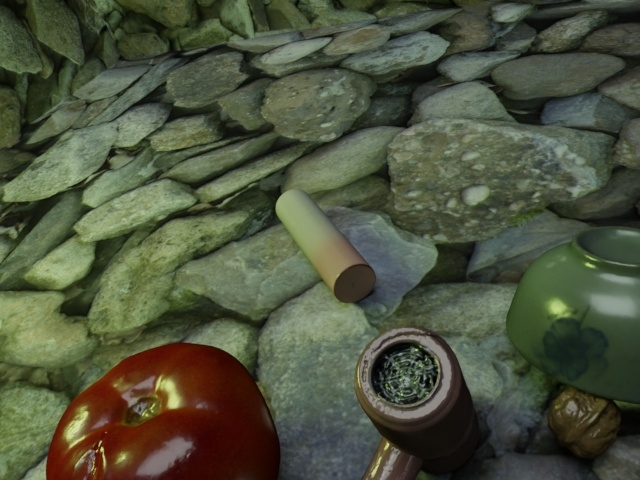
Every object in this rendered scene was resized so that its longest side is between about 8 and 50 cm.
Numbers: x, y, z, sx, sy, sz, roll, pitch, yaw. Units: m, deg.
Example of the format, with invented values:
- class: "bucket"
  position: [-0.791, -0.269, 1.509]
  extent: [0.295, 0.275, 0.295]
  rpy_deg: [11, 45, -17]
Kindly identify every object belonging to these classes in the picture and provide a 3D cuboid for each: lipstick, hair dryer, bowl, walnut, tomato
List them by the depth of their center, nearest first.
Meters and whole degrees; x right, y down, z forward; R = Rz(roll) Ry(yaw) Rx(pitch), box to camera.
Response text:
- class: "hair dryer"
  position: [0.068, 0.291, 0.621]
  extent: [0.125, 0.210, 0.352]
  rpy_deg: [18, 64, 32]
- class: "walnut"
  position: [0.332, 0.225, 0.671]
  extent: [0.096, 0.083, 0.079]
  rpy_deg: [-29, 62, -34]
- class: "tomato"
  position: [-0.190, 0.278, 0.703]
  extent: [0.298, 0.226, 0.299]
  rpy_deg: [-15, 30, 9]
- class: "bowl"
  position: [0.406, 0.070, 0.727]
  extent: [0.289, 0.146, 0.289]
  rpy_deg: [-5, 25, 2]
- class: "lipstick"
  position: [0.000, 0.000, 1.092]
  extent: [0.087, 0.087, 0.327]
  rpy_deg: [-26, 37, -10]
